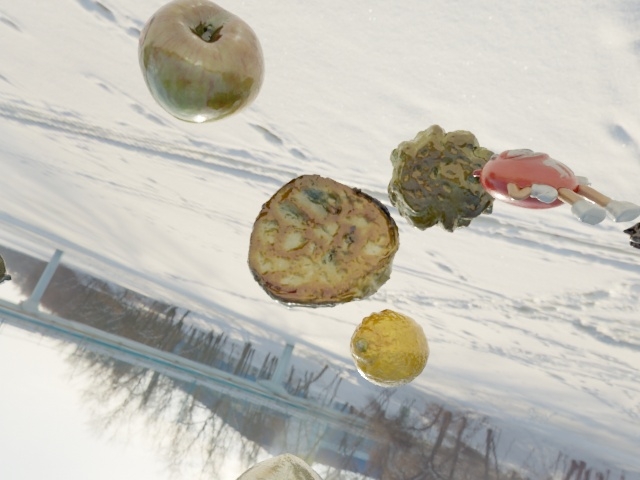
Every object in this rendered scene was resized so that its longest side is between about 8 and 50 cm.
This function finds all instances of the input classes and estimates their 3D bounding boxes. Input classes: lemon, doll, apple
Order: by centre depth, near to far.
[{"bbox_3d":[0.328,-0.082,0.708,0.183,0.085,0.217,-6,-153,-35],"label":"doll"},{"bbox_3d":[0.126,0.199,0.899,0.142,0.142,0.187,11,175,38],"label":"lemon"},{"bbox_3d":[-0.229,-0.344,0.946,0.261,0.260,0.194,24,144,-7],"label":"apple"}]

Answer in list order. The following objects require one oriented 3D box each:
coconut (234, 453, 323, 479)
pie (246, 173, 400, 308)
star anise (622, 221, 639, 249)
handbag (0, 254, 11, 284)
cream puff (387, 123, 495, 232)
[{"bbox_3d":[-0.047,0.335,0.560,0.162,0.161,0.161,-33,140,17],"label":"coconut"},{"bbox_3d":[0.000,0.000,0.996,0.315,0.315,0.092,18,164,14],"label":"pie"},{"bbox_3d":[0.672,-0.040,0.864,0.234,0.073,0.177,-21,140,8],"label":"star anise"},{"bbox_3d":[-0.494,0.021,0.563,0.271,0.117,0.182,-14,137,35],"label":"handbag"},{"bbox_3d":[0.266,-0.134,1.067,0.244,0.244,0.196,25,176,-13],"label":"cream puff"}]
